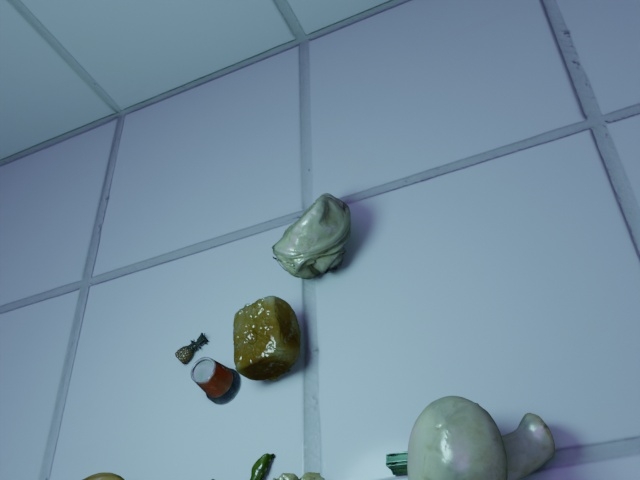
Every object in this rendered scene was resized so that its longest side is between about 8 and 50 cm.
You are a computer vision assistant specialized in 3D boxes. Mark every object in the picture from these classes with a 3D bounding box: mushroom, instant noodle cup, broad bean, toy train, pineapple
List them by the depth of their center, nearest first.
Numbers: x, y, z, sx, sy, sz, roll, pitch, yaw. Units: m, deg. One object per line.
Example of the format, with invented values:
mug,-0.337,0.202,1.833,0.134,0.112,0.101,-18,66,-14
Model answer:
mushroom,0.339,0.497,1.584,0.356,0.315,0.315,-50,48,0
toy train,0.216,0.577,1.754,0.093,0.056,0.038,-14,35,20
broad bean,-0.189,0.715,1.891,0.053,0.052,0.256,22,59,-6
instant noodle cup,-0.334,0.431,2.118,0.127,0.135,0.127,-15,51,19
pineapple,-0.433,0.359,2.287,0.124,0.058,0.058,-43,47,-12

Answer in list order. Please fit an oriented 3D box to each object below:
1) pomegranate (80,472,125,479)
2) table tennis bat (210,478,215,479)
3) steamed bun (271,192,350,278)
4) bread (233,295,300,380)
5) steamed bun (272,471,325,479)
pomegranate,-0.648,0.782,1.994,0.207,0.207,0.207,-15,51,20
table tennis bat,-0.386,0.790,1.966,0.234,0.022,0.131,-48,47,-7
steamed bun,0.000,0.000,2.192,0.280,0.207,0.268,-46,5,17
bread,-0.157,0.299,2.090,0.196,0.176,0.246,-28,50,25
steamed bun,-0.052,0.701,1.782,0.192,0.106,0.177,-15,53,18
